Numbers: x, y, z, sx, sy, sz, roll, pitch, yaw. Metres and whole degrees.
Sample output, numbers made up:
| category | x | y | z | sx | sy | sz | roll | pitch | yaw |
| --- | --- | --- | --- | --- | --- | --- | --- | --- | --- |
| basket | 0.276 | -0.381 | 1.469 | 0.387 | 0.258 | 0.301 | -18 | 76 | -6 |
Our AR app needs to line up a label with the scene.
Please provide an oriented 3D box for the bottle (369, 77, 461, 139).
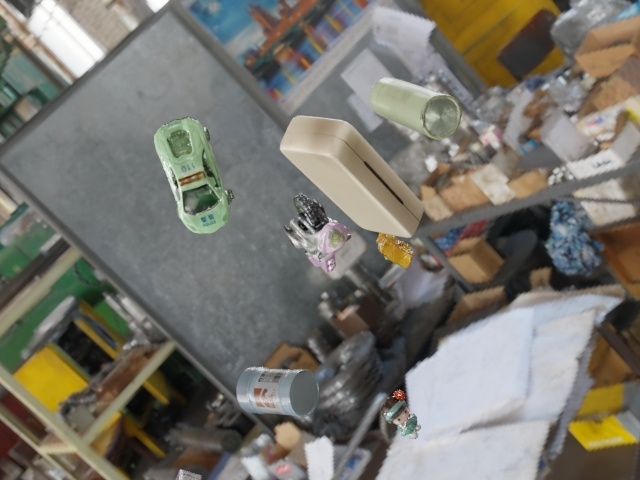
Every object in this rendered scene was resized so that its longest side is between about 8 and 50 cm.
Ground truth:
| category | x | y | z | sx | sy | sz | roll | pitch | yaw |
| --- | --- | --- | --- | --- | --- | --- | --- | --- | --- |
| bottle | 0.151 | -0.220 | 1.419 | 0.072 | 0.072 | 0.201 | -44 | 28 | -2 |

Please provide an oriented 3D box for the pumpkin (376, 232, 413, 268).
| category | x | y | z | sx | sy | sz | roll | pitch | yaw |
| --- | --- | --- | --- | --- | --- | --- | --- | --- | --- |
| pumpkin | 0.164 | 0.023 | 1.956 | 0.054 | 0.083 | 0.074 | -53 | 12 | 17 |

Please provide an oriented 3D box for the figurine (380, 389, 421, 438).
| category | x | y | z | sx | sy | sz | roll | pitch | yaw |
| --- | --- | --- | --- | --- | --- | --- | --- | --- | --- |
| figurine | 0.156 | 0.329 | 1.626 | 0.060 | 0.106 | 0.047 | -46 | 35 | -9 |

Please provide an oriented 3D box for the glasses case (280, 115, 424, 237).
| category | x | y | z | sx | sy | sz | roll | pitch | yaw |
| --- | --- | --- | --- | --- | --- | --- | --- | --- | --- |
| glasses case | 0.068 | -0.117 | 1.666 | 0.144 | 0.336 | 0.076 | 13 | 72 | 38 |

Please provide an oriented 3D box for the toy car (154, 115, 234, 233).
| category | x | y | z | sx | sy | sz | roll | pitch | yaw |
| --- | --- | --- | --- | --- | --- | --- | --- | --- | --- |
| toy car | -0.196 | -0.101 | 1.348 | 0.093 | 0.186 | 0.058 | -18 | 5 | 0 |

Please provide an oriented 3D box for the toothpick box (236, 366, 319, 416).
| category | x | y | z | sx | sy | sz | roll | pitch | yaw |
| --- | --- | --- | --- | --- | --- | --- | --- | --- | --- |
| toothpick box | -0.092 | 0.322 | 1.847 | 0.153 | 0.101 | 0.101 | -5 | 36 | 40 |

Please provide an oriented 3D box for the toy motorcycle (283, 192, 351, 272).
| category | x | y | z | sx | sy | sz | roll | pitch | yaw |
| --- | --- | --- | --- | --- | --- | --- | --- | --- | --- |
| toy motorcycle | 0.000 | 0.000 | 2.466 | 0.143 | 0.188 | 0.327 | -40 | -25 | -17 |

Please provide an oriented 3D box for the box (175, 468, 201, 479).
| category | x | y | z | sx | sy | sz | roll | pitch | yaw |
| --- | --- | --- | --- | --- | --- | --- | --- | --- | --- |
| box | -0.268 | 0.498 | 1.735 | 0.117 | 0.051 | 0.036 | -159 | 88 | -84 |
